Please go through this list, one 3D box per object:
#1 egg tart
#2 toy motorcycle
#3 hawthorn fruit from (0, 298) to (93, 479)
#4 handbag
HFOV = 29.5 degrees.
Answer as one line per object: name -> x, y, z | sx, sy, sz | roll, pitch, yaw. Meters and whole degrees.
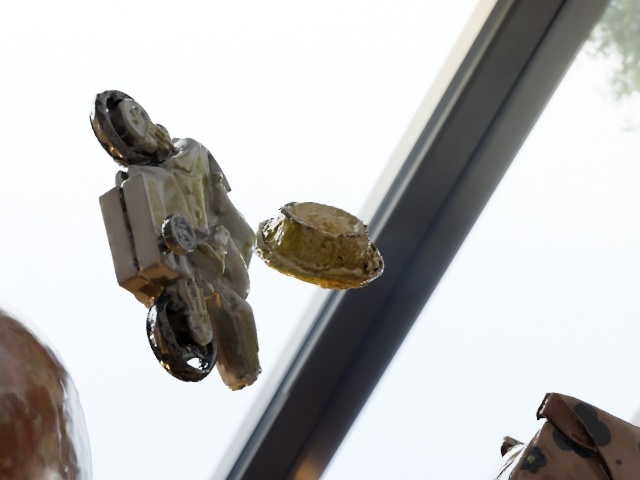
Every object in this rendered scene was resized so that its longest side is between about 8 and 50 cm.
egg tart -> 0.000, 0.000, 1.617 | 0.191, 0.074, 0.191 | 13, -159, -5
toy motorcycle -> -0.096, -0.001, 0.870 | 0.151, 0.074, 0.228 | 17, -132, -59
hawthorn fruit -> -0.250, 0.147, 0.687 | 0.235, 0.262, 0.231 | 19, -155, 21
handbag -> 0.246, 0.292, 1.220 | 0.193, 0.190, 0.251 | 37, -128, 0
